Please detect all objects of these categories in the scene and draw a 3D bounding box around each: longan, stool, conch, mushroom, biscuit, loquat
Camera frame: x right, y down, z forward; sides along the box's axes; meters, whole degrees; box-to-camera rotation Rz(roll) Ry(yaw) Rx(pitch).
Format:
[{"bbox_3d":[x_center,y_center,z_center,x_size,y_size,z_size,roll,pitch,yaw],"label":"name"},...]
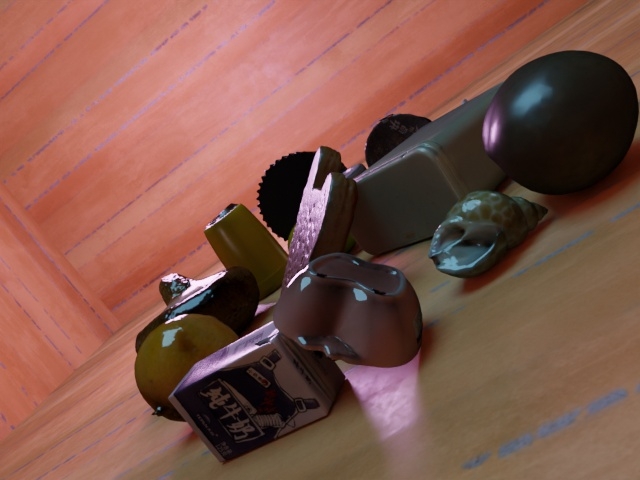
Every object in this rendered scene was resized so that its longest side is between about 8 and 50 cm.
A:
[{"bbox_3d":[0.355,-0.175,0.994,0.246,0.215,0.246,-30,-14,-8],"label":"longan"},{"bbox_3d":[-0.033,-0.159,2.170,0.297,0.297,0.330,-35,6,12],"label":"stool"},{"bbox_3d":[0.237,-0.010,0.979,0.116,0.106,0.173,11,64,52],"label":"conch"},{"bbox_3d":[-0.304,0.195,1.687,0.345,0.239,0.345,-47,21,25],"label":"mushroom"},{"bbox_3d":[0.000,0.000,1.307,0.394,0.076,0.368,-126,50,-79],"label":"biscuit"},{"bbox_3d":[-0.239,0.237,1.217,0.208,0.208,0.208,-36,9,7],"label":"loquat"}]

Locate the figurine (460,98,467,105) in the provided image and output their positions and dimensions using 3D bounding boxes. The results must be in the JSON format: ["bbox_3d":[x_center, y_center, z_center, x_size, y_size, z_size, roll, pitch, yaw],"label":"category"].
[{"bbox_3d":[0.411,-0.308,1.769,0.192,0.126,0.147,-44,18,56],"label":"figurine"}]

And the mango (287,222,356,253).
[{"bbox_3d":[0.001,-0.009,1.699,0.185,0.149,0.273,-51,9,-31],"label":"mango"}]

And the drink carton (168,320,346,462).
[{"bbox_3d":[-0.092,0.214,0.964,0.222,0.134,0.102,-31,8,27],"label":"drink carton"}]

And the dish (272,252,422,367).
[{"bbox_3d":[0.047,0.080,0.897,0.213,0.214,0.090,-58,-21,-66],"label":"dish"}]

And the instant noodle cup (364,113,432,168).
[{"bbox_3d":[0.252,-0.263,1.872,0.217,0.217,0.207,-33,3,22],"label":"instant noodle cup"}]

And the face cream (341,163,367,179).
[{"bbox_3d":[0.090,-0.110,1.851,0.177,0.153,0.177,-36,8,6],"label":"face cream"}]

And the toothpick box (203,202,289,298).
[{"bbox_3d":[-0.215,0.026,1.924,0.175,0.271,0.175,-36,9,7],"label":"toothpick box"}]

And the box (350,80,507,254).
[{"bbox_3d":[0.254,-0.158,1.421,0.344,0.177,0.352,-41,9,-32],"label":"box"}]
